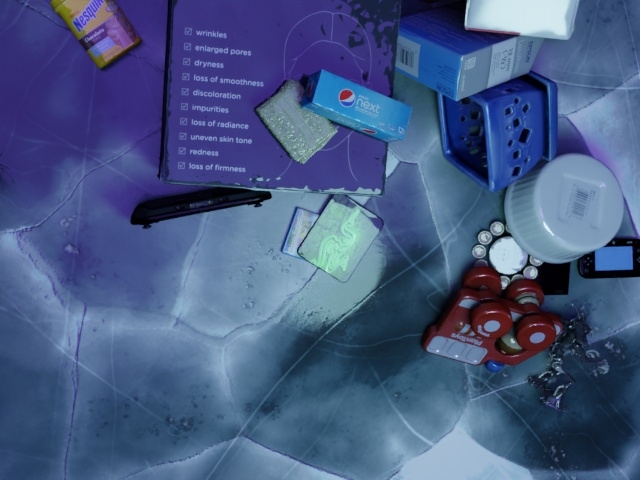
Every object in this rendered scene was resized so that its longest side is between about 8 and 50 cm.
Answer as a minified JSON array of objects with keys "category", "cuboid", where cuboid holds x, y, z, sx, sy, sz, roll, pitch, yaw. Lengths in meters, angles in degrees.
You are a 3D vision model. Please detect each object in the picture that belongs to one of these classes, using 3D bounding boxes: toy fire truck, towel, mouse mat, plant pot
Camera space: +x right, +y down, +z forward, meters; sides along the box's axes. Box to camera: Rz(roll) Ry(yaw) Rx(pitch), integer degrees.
[{"category":"toy fire truck","cuboid":[0.441,0.226,1.909,0.302,0.169,0.253,17,127,-14]},{"category":"towel","cuboid":[-0.048,-0.238,1.503,0.110,0.027,0.148,-42,106,-3]},{"category":"mouse mat","cuboid":[0.051,-0.008,1.852,0.153,0.007,0.189,32,92,-14]},{"category":"plant pot","cuboid":[0.424,-0.285,1.765,0.212,0.236,0.235,-20,123,-13]}]

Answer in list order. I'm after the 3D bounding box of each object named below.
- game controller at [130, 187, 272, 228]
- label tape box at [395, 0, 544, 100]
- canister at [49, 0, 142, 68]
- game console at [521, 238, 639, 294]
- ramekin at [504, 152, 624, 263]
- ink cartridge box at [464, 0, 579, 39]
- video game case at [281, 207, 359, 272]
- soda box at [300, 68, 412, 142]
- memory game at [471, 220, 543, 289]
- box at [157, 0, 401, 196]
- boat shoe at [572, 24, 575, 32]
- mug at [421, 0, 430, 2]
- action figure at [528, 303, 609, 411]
[{"category":"game controller","cuboid":[-0.271,-0.077,1.710,0.320,0.166,0.067,-12,102,-9]},{"category":"label tape box","cuboid":[0.352,-0.453,1.716,0.348,0.249,0.115,-23,132,-30]},{"category":"canister","cuboid":[-0.490,-0.481,1.654,0.126,0.073,0.169,-35,105,-4]},{"category":"game console","cuboid":[0.700,0.035,1.985,0.362,0.044,0.213,-1,99,-11]},{"category":"ramekin","cuboid":[0.613,-0.086,1.867,0.278,0.135,0.277,2,82,-13]},{"category":"ink cartridge box","cuboid":[0.437,-0.561,1.656,0.226,0.306,0.131,6,126,7]},{"category":"video game case","cuboid":[0.000,0.000,1.854,0.166,0.015,0.119,19,95,-14]},{"category":"soda box","cuboid":[0.072,-0.264,1.490,0.210,0.067,0.071,18,84,-23]},{"category":"memory game","cuboid":[0.483,0.036,1.933,0.186,0.012,0.186,1,97,6]},{"category":"box","cuboid":[-0.100,-0.354,1.635,0.480,0.297,0.471,3,100,-13]},{"category":"boat shoe","cuboid":[0.532,-0.588,1.847,0.228,0.068,0.081,41,120,-13]},{"category":"mug","cuboid":[0.249,-0.613,1.728,0.150,0.169,0.113,17,98,-4]},{"category":"action figure","cuboid":[0.651,0.298,1.954,0.141,0.164,0.275,7,114,-25]}]
